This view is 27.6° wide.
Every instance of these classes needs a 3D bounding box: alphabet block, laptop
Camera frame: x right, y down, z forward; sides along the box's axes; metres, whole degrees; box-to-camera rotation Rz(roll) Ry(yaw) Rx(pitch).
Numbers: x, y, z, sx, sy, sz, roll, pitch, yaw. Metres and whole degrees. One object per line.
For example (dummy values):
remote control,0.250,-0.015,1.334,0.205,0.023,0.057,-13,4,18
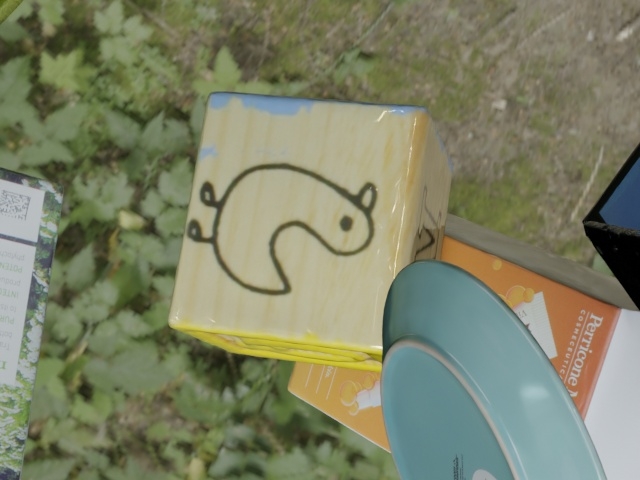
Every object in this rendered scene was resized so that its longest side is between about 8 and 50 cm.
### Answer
alphabet block,0.000,0.000,1.097,0.192,0.197,0.193,5,169,15
laptop,0.320,0.043,0.972,0.136,0.264,0.234,-39,100,-5

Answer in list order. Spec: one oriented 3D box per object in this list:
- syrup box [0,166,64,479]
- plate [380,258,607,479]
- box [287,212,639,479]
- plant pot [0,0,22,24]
syrup box,-0.178,0.085,0.513,0.093,0.237,0.096,15,165,-36
plate,0.067,0.100,0.571,0.024,0.188,0.188,-18,131,-20
box,0.160,0.111,1.231,0.345,0.168,0.215,24,101,45
plant pot,-0.368,-0.306,0.740,0.353,0.366,0.366,34,137,31
